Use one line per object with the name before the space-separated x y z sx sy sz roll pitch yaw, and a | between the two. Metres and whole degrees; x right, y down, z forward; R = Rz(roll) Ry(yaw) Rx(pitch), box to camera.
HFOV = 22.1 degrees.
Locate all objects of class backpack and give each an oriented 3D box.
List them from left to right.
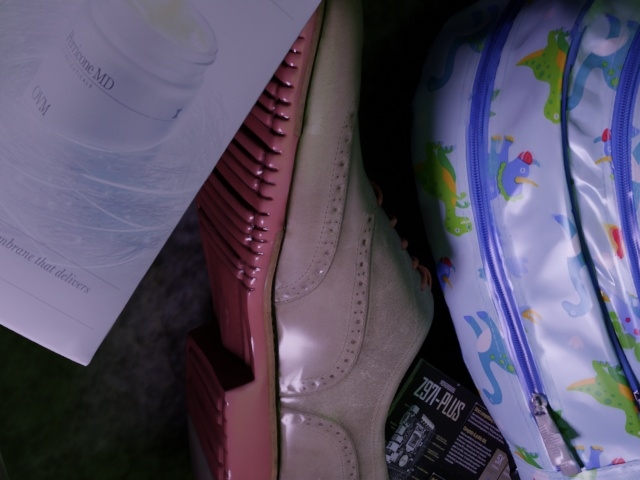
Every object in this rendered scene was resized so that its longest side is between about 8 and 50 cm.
backpack | 0.195 -0.004 1.023 0.290 0.273 0.355 -41 105 -38

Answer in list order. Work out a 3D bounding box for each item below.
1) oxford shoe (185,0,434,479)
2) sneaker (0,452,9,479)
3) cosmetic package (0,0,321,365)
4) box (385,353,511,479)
oxford shoe | 0.000 0.000 0.926 0.130 0.123 0.348 -3 119 -19
sneaker | -0.257 0.097 0.804 0.147 0.104 0.295 -26 146 0
cosmetic package | -0.155 -0.098 0.757 0.224 0.138 0.224 35 85 -45
box | 0.053 0.157 1.098 0.180 0.077 0.147 35 86 -45
